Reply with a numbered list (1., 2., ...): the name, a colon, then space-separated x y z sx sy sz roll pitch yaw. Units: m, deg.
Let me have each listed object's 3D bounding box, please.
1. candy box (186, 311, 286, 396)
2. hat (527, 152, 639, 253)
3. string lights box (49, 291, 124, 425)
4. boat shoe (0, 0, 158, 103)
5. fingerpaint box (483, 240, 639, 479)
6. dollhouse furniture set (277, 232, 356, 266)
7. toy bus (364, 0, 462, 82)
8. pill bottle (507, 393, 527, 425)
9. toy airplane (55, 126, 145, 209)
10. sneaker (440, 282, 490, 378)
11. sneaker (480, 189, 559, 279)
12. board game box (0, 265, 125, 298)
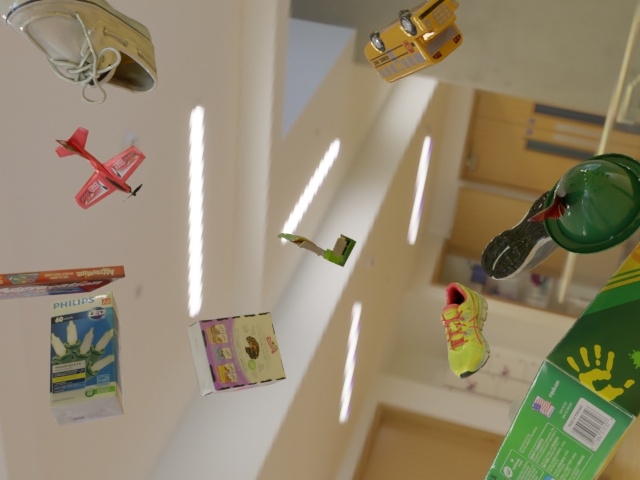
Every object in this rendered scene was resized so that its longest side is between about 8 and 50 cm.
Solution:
1. candy box: -0.192 0.260 2.342 0.070 0.196 0.165 -32 68 50
2. hat: 0.363 -0.092 1.456 0.183 0.173 0.208 40 -165 -37
3. string lights box: -0.474 0.236 2.066 0.077 0.133 0.260 83 175 -50
4. boat shoe: -0.389 -0.311 1.723 0.367 0.135 0.157 17 -130 -69
5. fingerpaint box: 0.464 0.247 1.706 0.371 0.163 0.445 -42 -24 -33
6. dollhouse furniture set: 0.000 0.000 1.940 0.151 0.076 0.059 25 -91 -41
7. toy bus: 0.209 -0.447 2.259 0.108 0.130 0.332 -40 11 -15
8. pill bottle: 0.439 0.371 2.034 0.180 0.108 0.108 45 -124 -53
9. toy airplane: -0.336 -0.111 1.531 0.028 0.151 0.151 -88 1 -50
10. sneaker: 0.258 0.165 1.904 0.094 0.081 0.208 41 -145 -29
11. sneaker: 0.442 -0.017 2.027 0.271 0.100 0.108 -37 -23 14
12. board game box: -0.528 0.083 1.931 0.281 0.145 0.027 -3 -103 -42
